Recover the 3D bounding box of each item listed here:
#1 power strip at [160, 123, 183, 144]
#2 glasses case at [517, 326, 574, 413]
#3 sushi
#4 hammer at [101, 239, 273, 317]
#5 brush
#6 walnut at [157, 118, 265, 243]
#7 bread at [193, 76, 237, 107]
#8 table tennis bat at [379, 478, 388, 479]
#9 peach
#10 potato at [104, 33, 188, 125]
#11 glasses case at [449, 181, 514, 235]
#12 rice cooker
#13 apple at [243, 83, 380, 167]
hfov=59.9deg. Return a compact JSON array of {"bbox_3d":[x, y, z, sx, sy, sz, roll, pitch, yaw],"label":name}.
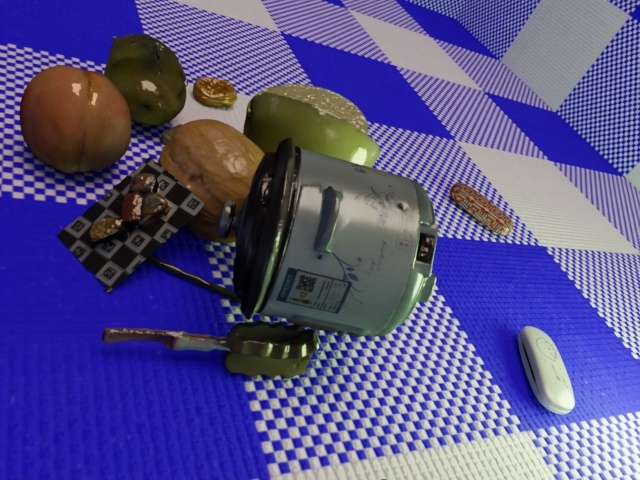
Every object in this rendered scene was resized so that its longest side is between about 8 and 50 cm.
[{"bbox_3d":[-0.247,-0.186,1.161,0.169,0.028,0.076,32,35,6],"label":"power strip"},{"bbox_3d":[0.441,0.250,1.092,0.076,0.049,0.197,21,36,-12],"label":"glasses case"},{"bbox_3d":[-0.295,-0.035,0.847,0.139,0.031,0.201,39,73,16],"label":"sushi"},{"bbox_3d":[-0.204,0.059,0.898,0.292,0.029,0.058,26,38,-9],"label":"hammer"},{"bbox_3d":[-0.149,0.144,0.784,0.301,0.084,0.071,10,41,-23],"label":"brush"},{"bbox_3d":[-0.179,-0.102,0.963,0.225,0.193,0.193,47,37,6],"label":"walnut"},{"bbox_3d":[-0.256,-0.360,1.357,0.111,0.044,0.083,-1,49,-34],"label":"bread"},{"bbox_3d":[0.156,0.417,0.704,0.257,0.039,0.161,48,39,15],"label":"table tennis bat"},{"bbox_3d":[-0.415,-0.209,0.948,0.184,0.184,0.184,19,37,-15],"label":"peach"},{"bbox_3d":[-0.364,-0.337,1.165,0.170,0.143,0.248,1,44,-20],"label":"potato"},{"bbox_3d":[0.431,-0.083,1.494,0.194,0.049,0.073,42,36,17],"label":"glasses case"},{"bbox_3d":[0.000,0.000,0.801,0.317,0.317,0.264,15,82,-20],"label":"rice cooker"},{"bbox_3d":[-0.033,-0.179,1.123,0.258,0.233,0.295,12,24,-14],"label":"apple"}]
